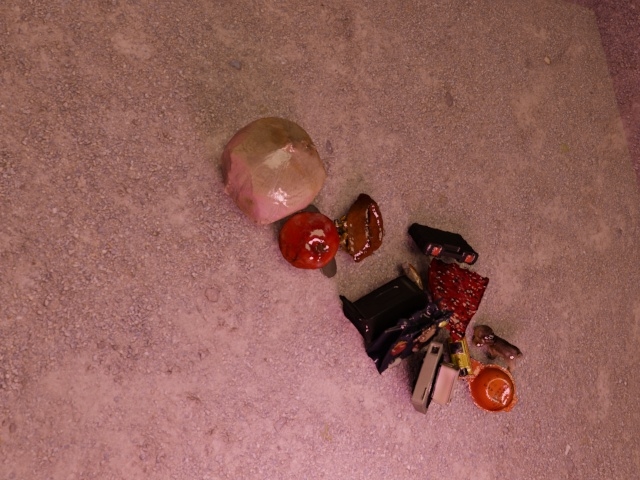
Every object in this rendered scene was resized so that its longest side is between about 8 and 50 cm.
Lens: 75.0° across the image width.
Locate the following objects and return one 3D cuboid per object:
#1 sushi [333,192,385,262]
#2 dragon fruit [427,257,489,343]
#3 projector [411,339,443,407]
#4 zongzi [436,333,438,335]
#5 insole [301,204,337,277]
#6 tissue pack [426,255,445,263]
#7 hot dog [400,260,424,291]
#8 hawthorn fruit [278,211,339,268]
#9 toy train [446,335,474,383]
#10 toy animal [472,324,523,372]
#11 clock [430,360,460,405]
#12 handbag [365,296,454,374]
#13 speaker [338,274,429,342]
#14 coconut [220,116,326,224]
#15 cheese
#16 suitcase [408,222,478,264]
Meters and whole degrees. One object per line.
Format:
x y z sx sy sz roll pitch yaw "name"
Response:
0.169 -0.056 1.787 0.166 0.179 0.297 -8 96 -47 "sushi"
0.548 0.283 1.839 0.285 0.228 0.329 23 61 6 "dragon fruit"
0.437 0.562 1.710 0.079 0.259 0.257 16 66 26 "projector"
0.458 0.387 1.855 0.113 0.052 0.104 -13 75 -11 "zongzi"
0.000 0.000 1.776 0.111 0.007 0.328 -15 84 -23 "insole"
0.551 0.068 1.975 0.108 0.023 0.056 -19 86 -25 "tissue pack"
0.419 0.177 1.859 0.053 0.099 0.192 -30 95 4 "hot dog"
-0.027 0.009 1.609 0.241 0.271 0.242 -8 106 -29 "hawthorn fruit"
0.597 0.503 1.793 0.089 0.127 0.220 -12 74 19 "toy train"
0.809 0.488 1.909 0.121 0.233 0.169 -44 137 -14 "toy animal"
0.499 0.564 1.659 0.071 0.192 0.147 15 84 24 "clock"
0.352 0.377 1.648 0.303 0.329 0.122 -24 64 -24 "handbag"
0.262 0.249 1.697 0.388 0.184 0.180 -24 49 -26 "speaker"
-0.170 -0.273 1.576 0.404 0.404 0.405 5 76 -21 "coconut"
0.728 0.627 1.853 0.329 0.129 0.217 38 85 5 "cheese"
0.560 0.015 1.908 0.285 0.206 0.066 12 118 -20 "suitcase"
